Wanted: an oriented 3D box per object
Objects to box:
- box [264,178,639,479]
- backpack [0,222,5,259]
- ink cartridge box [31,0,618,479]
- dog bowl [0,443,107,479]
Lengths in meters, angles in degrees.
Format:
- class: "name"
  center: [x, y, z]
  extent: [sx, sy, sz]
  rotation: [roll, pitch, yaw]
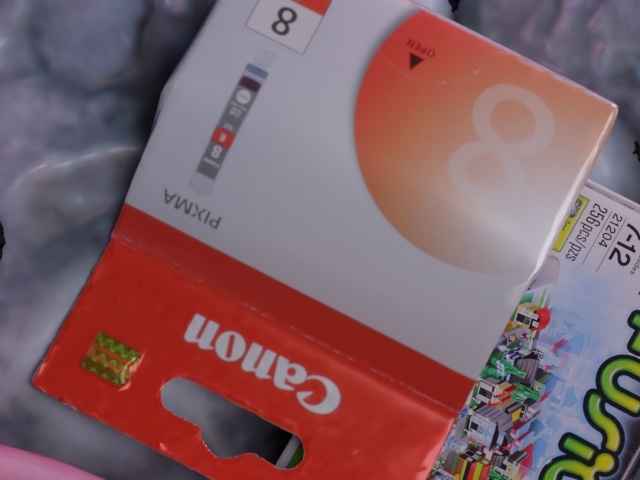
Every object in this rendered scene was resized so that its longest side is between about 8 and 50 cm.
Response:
- class: "box"
  center: [0.056, 0.072, 0.654]
  extent: [0.114, 0.036, 0.207]
  rotation: [28, 77, 14]
- class: "backpack"
  center: [-0.191, -0.040, 0.534]
  extent: [0.152, 0.115, 0.182]
  rotation: [-31, 100, -17]
- class: "ink cartridge box"
  center: [0.000, 0.000, 0.627]
  extent: [0.145, 0.045, 0.179]
  rotation: [27, 76, 4]
- class: "dog bowl"
  center: [-0.096, 0.227, 0.432]
  extent: [0.408, 0.150, 0.408]
  rotation: [35, 35, -29]
